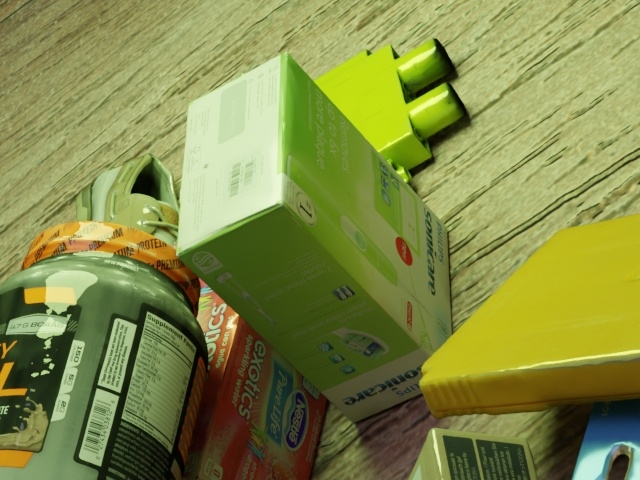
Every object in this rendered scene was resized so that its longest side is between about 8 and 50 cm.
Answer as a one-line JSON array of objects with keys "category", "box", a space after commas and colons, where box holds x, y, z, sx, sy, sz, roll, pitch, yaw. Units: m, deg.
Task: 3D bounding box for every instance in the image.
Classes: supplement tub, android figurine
[{"category": "supplement tub", "box": [-0.214, 0.164, 1.670, 0.207, 0.207, 0.338, -16, 46, 33]}, {"category": "android figurine", "box": [0.027, -0.108, 2.095, 0.273, 0.056, 0.248, -32, 37, 15]}]

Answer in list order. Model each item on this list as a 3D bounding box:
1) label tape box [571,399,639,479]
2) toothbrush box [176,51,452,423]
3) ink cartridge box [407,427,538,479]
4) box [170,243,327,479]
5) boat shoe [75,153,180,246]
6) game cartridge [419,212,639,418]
[{"category": "label tape box", "box": [0.343, 0.205, 1.425, 0.333, 0.106, 0.241, -10, 47, 42]}, {"category": "toothbrush box", "box": [0.000, 0.000, 1.816, 0.122, 0.283, 0.206, -24, 39, 24]}, {"category": "ink cartridge box", "box": [0.100, 0.292, 1.487, 0.193, 0.088, 0.235, -97, 21, -50]}, {"category": "box", "box": [-0.093, 0.149, 1.872, 0.142, 0.154, 0.300, -16, 45, 34]}, {"category": "boat shoe", "box": [-0.201, -0.002, 2.162, 0.103, 0.113, 0.302, -42, 34, 12]}, {"category": "game cartridge", "box": [0.268, 0.049, 1.603, 0.323, 0.053, 0.285, -13, 20, 43]}]
